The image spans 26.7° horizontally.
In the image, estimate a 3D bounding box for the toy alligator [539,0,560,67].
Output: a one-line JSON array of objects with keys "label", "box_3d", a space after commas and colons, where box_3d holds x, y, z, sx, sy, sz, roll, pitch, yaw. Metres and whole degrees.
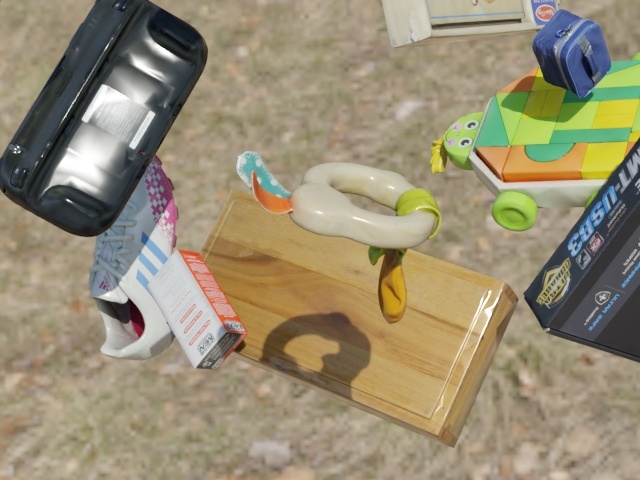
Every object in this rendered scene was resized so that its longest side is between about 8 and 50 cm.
[{"label": "toy alligator", "box_3d": [0.369, -0.302, 2.047, 0.051, 0.190, 0.056, 17, -30, -10]}]

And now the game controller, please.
[{"label": "game controller", "box_3d": [-0.277, -0.165, 1.730, 0.166, 0.319, 0.067, 31, -12, -12]}]

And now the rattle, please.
[{"label": "rattle", "box_3d": [0.000, 0.000, 1.207, 0.199, 0.143, 0.130, -6, 51, -38]}]

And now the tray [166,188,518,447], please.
[{"label": "tray", "box_3d": [0.020, 0.089, 1.703, 0.411, 0.203, 0.076, 19, -13, 30]}]

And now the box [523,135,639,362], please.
[{"label": "box", "box_3d": [0.422, 0.008, 1.484, 0.293, 0.295, 0.073, 19, 27, -28]}]

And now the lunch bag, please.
[{"label": "lunch bag", "box_3d": [0.297, -0.219, 1.575, 0.065, 0.067, 0.098, 32, -13, 38]}]

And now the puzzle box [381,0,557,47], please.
[{"label": "puzzle box", "box_3d": [0.168, -0.372, 1.601, 0.052, 0.272, 0.409, -9, 6, 31]}]

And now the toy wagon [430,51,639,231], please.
[{"label": "toy wagon", "box_3d": [0.289, -0.128, 1.683, 0.344, 0.068, 0.267, 0, 48, 29]}]

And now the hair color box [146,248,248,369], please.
[{"label": "hair color box", "box_3d": [-0.155, 0.086, 1.681, 0.043, 0.072, 0.141, 11, 38, -49]}]

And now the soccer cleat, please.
[{"label": "soccer cleat", "box_3d": [-0.282, 0.017, 1.979, 0.116, 0.331, 0.143, -4, 6, 33]}]
